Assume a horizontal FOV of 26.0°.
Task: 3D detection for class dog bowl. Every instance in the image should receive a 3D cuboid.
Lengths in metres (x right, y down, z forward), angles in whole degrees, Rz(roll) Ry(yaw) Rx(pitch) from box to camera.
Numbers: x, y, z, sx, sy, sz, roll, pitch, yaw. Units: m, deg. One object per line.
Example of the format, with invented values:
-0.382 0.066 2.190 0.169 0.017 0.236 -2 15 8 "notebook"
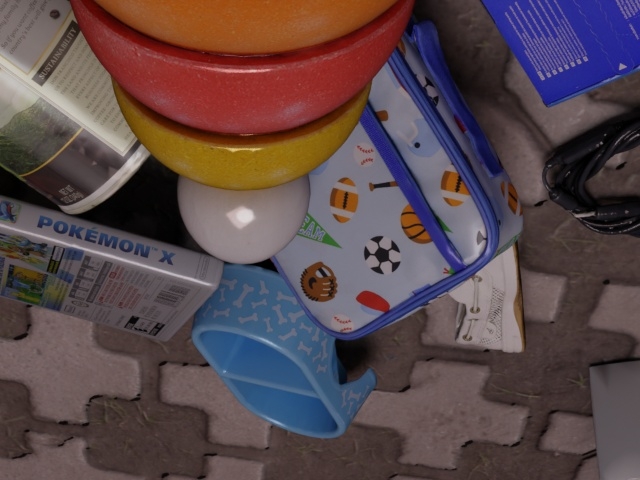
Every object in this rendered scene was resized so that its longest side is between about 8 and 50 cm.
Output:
-0.044 0.131 1.538 0.166 0.074 0.297 10 152 25 "dog bowl"

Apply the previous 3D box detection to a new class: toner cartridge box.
0.189 -0.283 1.180 0.165 0.075 0.348 -21 128 24 "toner cartridge box"

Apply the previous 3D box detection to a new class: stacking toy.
-0.069 -0.158 1.087 0.350 0.350 0.480 6 136 -1 "stacking toy"

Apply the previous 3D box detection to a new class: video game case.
-0.274 0.027 1.442 0.300 0.036 0.329 16 164 -11 "video game case"

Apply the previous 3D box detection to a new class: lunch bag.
0.035 -0.080 1.283 0.243 0.115 0.303 -32 88 33 "lunch bag"

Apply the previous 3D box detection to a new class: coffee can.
-0.276 -0.180 1.233 0.275 0.201 0.201 37 126 -27 "coffee can"

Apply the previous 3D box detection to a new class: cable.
0.327 -0.065 1.399 0.184 0.047 0.150 -29 125 28 "cable"

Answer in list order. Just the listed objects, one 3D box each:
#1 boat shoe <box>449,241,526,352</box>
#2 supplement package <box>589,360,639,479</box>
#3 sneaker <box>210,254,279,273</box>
0.162 0.026 1.465 0.096 0.098 0.277 -5 135 8 "boat shoe"
0.427 0.295 1.646 0.175 0.177 0.293 -8 132 13 "supplement package"
0.000 0.000 1.436 0.283 0.124 0.107 -23 128 25 "sneaker"
